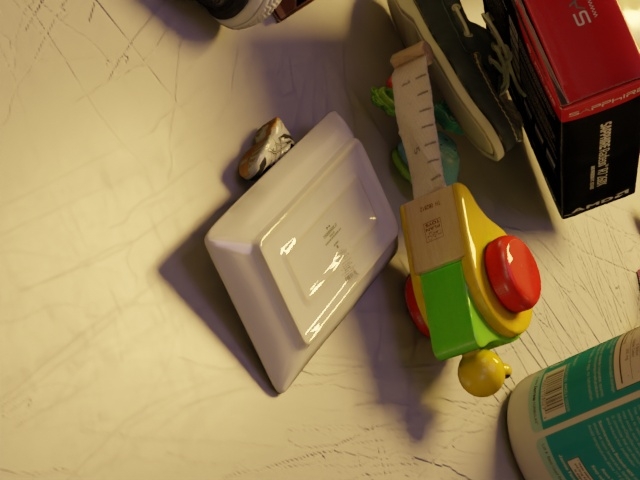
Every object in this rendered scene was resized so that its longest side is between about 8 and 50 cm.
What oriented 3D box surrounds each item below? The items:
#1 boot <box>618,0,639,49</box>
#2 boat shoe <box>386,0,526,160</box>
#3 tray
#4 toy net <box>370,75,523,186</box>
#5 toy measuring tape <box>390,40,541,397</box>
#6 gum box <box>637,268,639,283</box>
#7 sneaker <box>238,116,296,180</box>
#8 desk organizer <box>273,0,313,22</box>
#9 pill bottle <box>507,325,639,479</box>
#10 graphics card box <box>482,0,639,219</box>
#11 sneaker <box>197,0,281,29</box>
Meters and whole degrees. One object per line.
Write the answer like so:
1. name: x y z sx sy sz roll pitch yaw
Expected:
1. boot: 0.312 -0.282 1.926 0.165 0.077 0.213 -4 66 -16
2. boat shoe: 0.139 -0.175 1.610 0.254 0.079 0.095 -117 -174 -47
3. tray: 0.000 0.000 1.391 0.145 0.030 0.270 66 31 -16
4. toy net: 0.124 -0.115 1.660 0.122 0.045 0.232 44 28 12
5. toy measuring tape: 0.127 -0.015 1.513 0.121 0.121 0.330 17 57 -47
6. gum box: 0.460 0.068 1.914 0.188 0.107 0.062 26 47 -41
7. sneaker: -0.040 -0.070 1.409 0.037 0.032 0.083 50 35 -17
8. desk organizer: -0.006 -0.251 1.569 0.047 0.050 0.130 57 34 -7
9. pill bottle: 0.310 0.147 1.512 0.146 0.264 0.146 32 44 -37
10. graphics card box: 0.233 -0.181 1.642 0.371 0.094 0.233 65 4 -72
11. sneaker: -0.091 -0.324 1.432 0.153 0.101 0.268 23 64 -42
